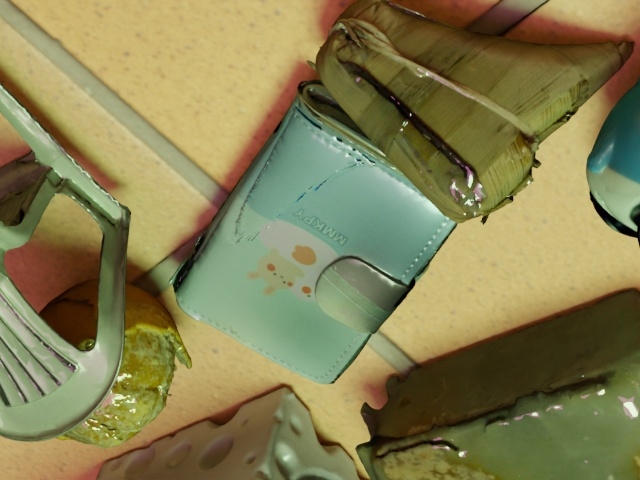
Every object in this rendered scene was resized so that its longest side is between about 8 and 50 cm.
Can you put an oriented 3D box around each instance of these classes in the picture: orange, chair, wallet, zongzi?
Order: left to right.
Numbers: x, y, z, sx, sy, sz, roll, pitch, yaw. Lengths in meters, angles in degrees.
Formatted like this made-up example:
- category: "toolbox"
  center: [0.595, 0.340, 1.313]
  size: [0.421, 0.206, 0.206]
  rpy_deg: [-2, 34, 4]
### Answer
- category: "chair"
  center: [-0.289, 0.013, 1.412]
  size: [0.203, 0.190, 0.274]
  rpy_deg: [-30, 123, 30]
- category: "orange"
  center: [-0.189, 0.109, 1.501]
  size: [0.156, 0.157, 0.134]
  rpy_deg: [-38, 154, 32]
- category: "wallet"
  center: [0.000, 0.000, 1.420]
  size: [0.176, 0.075, 0.250]
  rpy_deg: [30, 128, -8]
- category: "zongzi"
  center: [0.115, -0.136, 1.296]
  size: [0.194, 0.099, 0.197]
  rpy_deg: [44, 85, 2]

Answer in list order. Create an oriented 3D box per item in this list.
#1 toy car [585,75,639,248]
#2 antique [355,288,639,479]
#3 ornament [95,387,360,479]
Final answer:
- category: "toy car"
  center: [0.327, -0.052, 1.252]
  size: [0.255, 0.188, 0.190]
  rpy_deg: [20, 101, -9]
- category: "antique"
  center: [0.173, 0.160, 1.476]
  size: [0.284, 0.125, 0.150]
  rpy_deg: [-14, 119, 22]
- category: "ornament"
  center: [-0.076, 0.330, 1.585]
  size: [0.239, 0.239, 0.240]
  rpy_deg: [-25, 119, 27]
